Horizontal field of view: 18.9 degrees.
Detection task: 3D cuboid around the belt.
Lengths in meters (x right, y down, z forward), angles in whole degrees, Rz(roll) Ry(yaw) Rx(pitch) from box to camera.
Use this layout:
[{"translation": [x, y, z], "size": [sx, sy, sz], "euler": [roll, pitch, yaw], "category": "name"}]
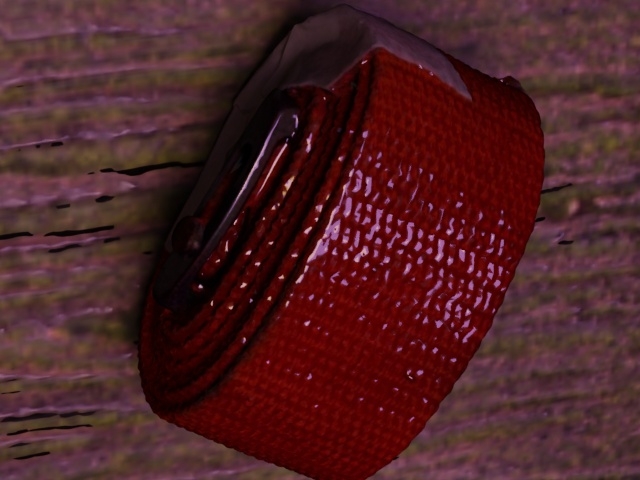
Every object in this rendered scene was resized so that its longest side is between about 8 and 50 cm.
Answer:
[{"translation": [0.000, 0.000, 0.827], "size": [0.124, 0.128, 0.201], "euler": [24, 100, -30], "category": "belt"}]
